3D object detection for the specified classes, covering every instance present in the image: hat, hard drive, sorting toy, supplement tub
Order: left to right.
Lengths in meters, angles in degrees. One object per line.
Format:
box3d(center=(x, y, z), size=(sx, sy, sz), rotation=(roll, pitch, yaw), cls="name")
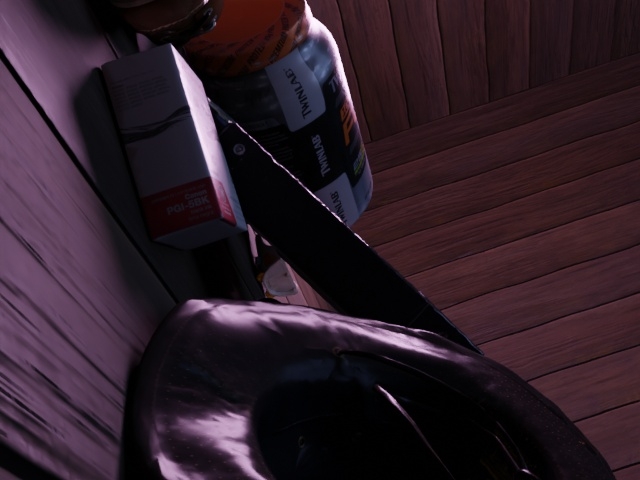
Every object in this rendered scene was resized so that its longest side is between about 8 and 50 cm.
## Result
box3d(center=(-0.070, 0.031, 1.015), size=(0.083, 0.045, 0.075), rotation=(69, -4, -50), cls="sorting toy")
box3d(center=(-0.052, -0.156, 0.969), size=(0.316, 0.194, 0.193), rotation=(69, 3, -47), cls="supplement tub")
box3d(center=(0.000, 0.000, 0.741), size=(0.339, 0.064, 0.237), rotation=(43, 2, -1), cls="hard drive")
box3d(center=(0.032, 0.161, 0.453), size=(0.331, 0.332, 0.133), rotation=(-104, -144, -65), cls="hat")

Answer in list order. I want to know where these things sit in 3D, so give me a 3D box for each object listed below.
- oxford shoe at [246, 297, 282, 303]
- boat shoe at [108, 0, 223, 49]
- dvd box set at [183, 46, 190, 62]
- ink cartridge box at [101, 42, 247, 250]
box3d(center=(0.061, 0.180, 0.692), size=(0.363, 0.133, 0.130), rotation=(50, -18, 0), cls="oxford shoe")
box3d(center=(-0.131, -0.236, 0.693), size=(0.307, 0.111, 0.104), rotation=(-105, 175, -58), cls="boat shoe")
box3d(center=(-0.165, -0.428, 1.138), size=(0.420, 0.062, 0.307), rotation=(-85, 159, -55), cls="dvd box set")
box3d(center=(-0.108, -0.067, 0.568), size=(0.099, 0.056, 0.135), rotation=(45, 27, -84), cls="ink cartridge box")
